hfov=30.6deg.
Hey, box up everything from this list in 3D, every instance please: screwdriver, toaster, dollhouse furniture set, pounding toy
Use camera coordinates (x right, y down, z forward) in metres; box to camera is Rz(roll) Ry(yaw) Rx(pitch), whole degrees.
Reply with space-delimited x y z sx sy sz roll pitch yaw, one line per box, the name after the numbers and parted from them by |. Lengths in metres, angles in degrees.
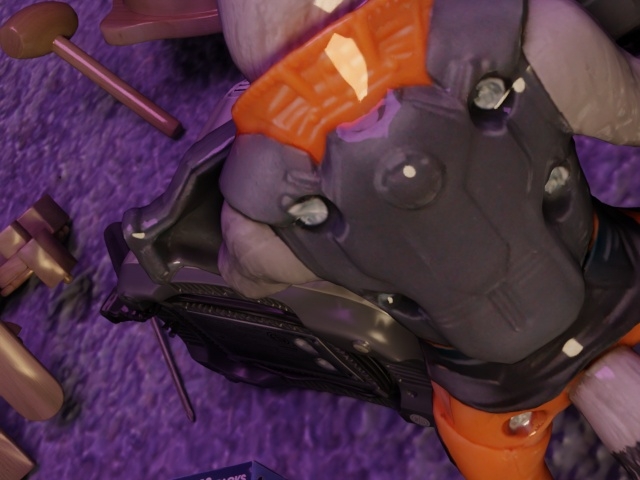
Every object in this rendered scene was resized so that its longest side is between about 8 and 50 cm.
-0.106 0.050 0.745 0.024 0.025 0.170 -38 54 10 | screwdriver
0.000 0.000 0.617 0.227 0.129 0.146 7 62 38 | toaster
-0.210 0.072 0.798 0.144 0.123 0.151 -40 10 8 | dollhouse furniture set
-0.083 -0.176 0.839 0.270 0.154 0.154 -1 32 26 | pounding toy

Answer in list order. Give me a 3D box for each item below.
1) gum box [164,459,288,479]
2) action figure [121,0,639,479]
-0.092 0.218 0.599 0.157 0.041 0.184 -18 51 28 | gum box
0.105 -0.021 0.402 0.341 0.330 0.178 -41 20 16 | action figure
